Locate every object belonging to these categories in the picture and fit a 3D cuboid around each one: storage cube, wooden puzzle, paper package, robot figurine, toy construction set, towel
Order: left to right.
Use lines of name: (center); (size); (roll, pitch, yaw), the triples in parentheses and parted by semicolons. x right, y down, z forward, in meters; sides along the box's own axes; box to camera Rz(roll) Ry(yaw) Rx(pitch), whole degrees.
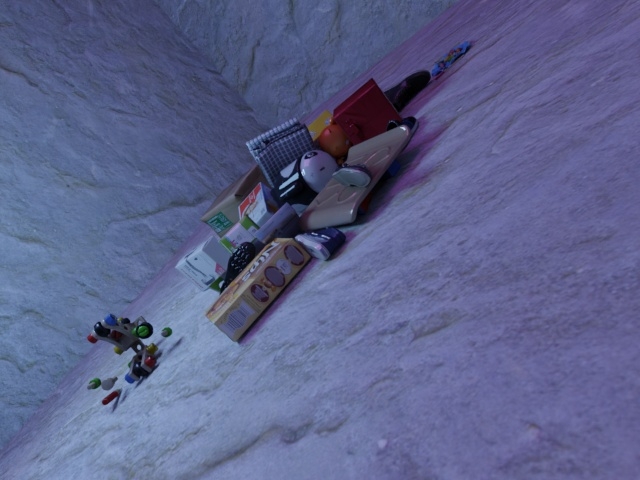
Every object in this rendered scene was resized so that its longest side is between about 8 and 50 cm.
toy construction set: (-0.699, 0.412, 1.691); (0.237, 0.258, 0.308); (144, 147, -86)
paper package: (-0.436, -0.206, 2.483); (0.325, 0.168, 0.309); (-28, 24, 38)
towel: (-0.119, -0.308, 1.803); (0.235, 0.283, 0.121); (-25, 49, 4)
robot figurine: (-0.058, -0.214, 1.688); (0.278, 0.174, 0.209); (-29, 49, 39)
robot figurine: (0.066, -0.392, 1.853); (0.158, 0.128, 0.219); (-64, -8, 11)
wooden puzzle: (0.109, -0.170, 1.413); (0.347, 0.080, 0.322); (-57, 22, -21)
storage cube: (0.178, -0.463, 1.732); (0.193, 0.183, 0.215); (-37, 19, 16)

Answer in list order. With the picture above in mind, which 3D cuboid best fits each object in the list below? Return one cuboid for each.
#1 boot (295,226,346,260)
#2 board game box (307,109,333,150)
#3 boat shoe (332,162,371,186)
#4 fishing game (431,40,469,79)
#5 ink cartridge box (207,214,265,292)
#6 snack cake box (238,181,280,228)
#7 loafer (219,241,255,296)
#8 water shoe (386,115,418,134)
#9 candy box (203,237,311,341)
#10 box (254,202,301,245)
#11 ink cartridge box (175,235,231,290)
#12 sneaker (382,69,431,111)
boot: (0.000, 0.000, 1.293); (0.086, 0.069, 0.190); (-41, 25, -13)
board game box: (-0.056, -0.402, 2.017); (0.316, 0.064, 0.242); (-42, -7, 2)
boat shoe: (0.092, -0.191, 1.266); (0.065, 0.075, 0.206); (-54, 17, -7)
fishing game: (0.513, -0.737, 1.861); (0.189, 0.041, 0.264); (-35, 20, 33)
ink cartridge box: (-0.291, 0.055, 1.586); (0.255, 0.097, 0.189); (-45, -14, -6)
snack cake box: (-0.243, -0.105, 1.863); (0.152, 0.089, 0.264); (-47, 30, 17)
loafer: (-0.256, 0.099, 1.480); (0.078, 0.076, 0.223); (-20, -43, -63)
water shoe: (0.261, -0.368, 1.511); (0.073, 0.080, 0.203); (-27, 24, 39)
candy box: (-0.186, 0.131, 1.337); (0.316, 0.087, 0.183); (-47, 17, -16)
box: (-0.128, -0.033, 1.506); (0.145, 0.038, 0.186); (-45, -18, -4)
ink cartridge box: (-0.455, 0.097, 1.867); (0.218, 0.158, 0.092); (-27, 25, 41)
sneaker: (0.343, -0.581, 1.847); (0.222, 0.083, 0.118); (-26, 43, 27)
